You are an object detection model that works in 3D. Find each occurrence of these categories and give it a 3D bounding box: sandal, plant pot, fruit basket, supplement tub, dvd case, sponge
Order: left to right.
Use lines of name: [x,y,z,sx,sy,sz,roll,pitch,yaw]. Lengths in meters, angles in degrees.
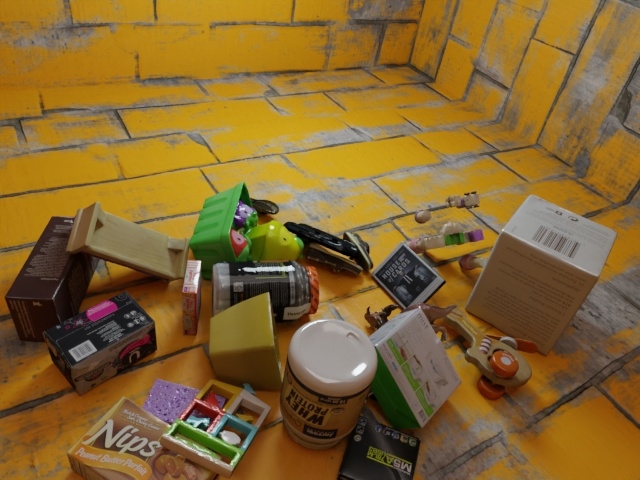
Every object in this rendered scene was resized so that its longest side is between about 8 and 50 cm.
sponge: [-0.377,0.459,1.347,0.209,0.031,0.117,14,38,3]
plant pot: [-0.222,0.311,1.448,0.187,0.212,0.212,-9,41,-4]
fruit basket: [-0.253,-0.017,1.809,0.391,0.283,0.392,-7,38,6]
sandal: [-0.271,-0.136,2.097,0.219,0.060,0.090,11,30,23]
supplement tub: [-0.185,0.169,1.614,0.337,0.207,0.207,0,40,-14]
supplement tub: [0.011,0.388,1.301,0.228,0.316,0.228,7,38,-5]
dvd case: [0.323,0.139,1.826,0.239,0.179,0.029,47,7,36]

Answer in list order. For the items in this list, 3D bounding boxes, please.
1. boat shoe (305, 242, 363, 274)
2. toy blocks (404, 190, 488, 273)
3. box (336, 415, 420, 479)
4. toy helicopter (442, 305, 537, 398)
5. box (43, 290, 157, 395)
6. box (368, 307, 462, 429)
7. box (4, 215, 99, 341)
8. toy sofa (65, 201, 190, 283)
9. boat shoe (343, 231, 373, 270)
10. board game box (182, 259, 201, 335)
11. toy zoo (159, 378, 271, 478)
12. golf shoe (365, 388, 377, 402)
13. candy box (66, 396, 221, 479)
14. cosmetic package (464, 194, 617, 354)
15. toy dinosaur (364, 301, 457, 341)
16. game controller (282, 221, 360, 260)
boat shoe: [0.052,0.086,1.890,0.227,0.069,0.081,24,-2,7]
toy blocks: [0.477,-0.012,1.974,0.288,0.309,0.260,-10,0,-13]
box: [0.159,0.585,1.313,0.190,0.045,0.184,19,37,11]
toy helicopter: [0.556,0.340,1.646,0.234,0.140,0.355,-13,42,-30]
box: [-0.621,0.292,1.407,0.163,0.142,0.247,36,46,26]
box: [0.257,0.371,1.437,0.231,0.126,0.262,-31,90,-40]
box: [-0.825,0.112,1.543,0.143,0.191,0.382,3,38,-10]
toy sofa: [-0.627,0.023,1.604,0.362,0.177,0.150,27,58,-44]
boat shoe: [0.164,0.035,1.968,0.073,0.080,0.224,-13,40,-20]
board game box: [-0.407,0.182,1.553,0.045,0.194,0.147,3,40,-9]
toy zoo: [-0.254,0.466,1.281,0.192,0.030,0.293,22,22,8]
golf shoe: [0.184,0.441,1.490,0.198,0.077,0.094,-8,64,-24]
candy box: [-0.422,0.540,1.190,0.316,0.088,0.183,24,39,16]
cosmetic package: [0.783,0.116,1.765,0.329,0.394,0.327,30,43,22]
toy dinosaur: [0.295,0.261,1.612,0.200,0.295,0.127,57,16,-4]
game controller: [0.000,0.000,1.908,0.319,0.067,0.166,22,11,31]
